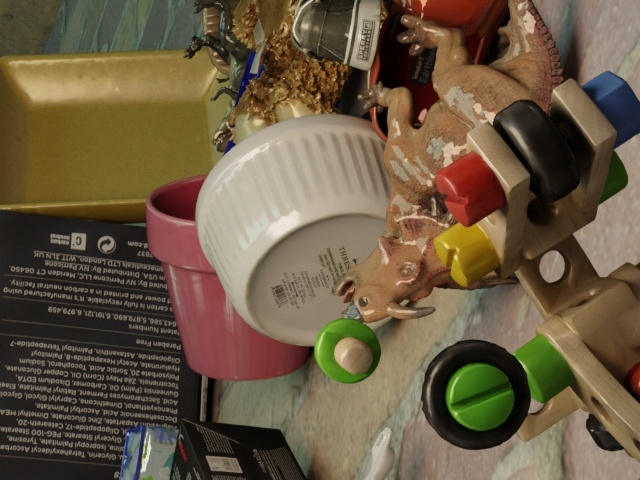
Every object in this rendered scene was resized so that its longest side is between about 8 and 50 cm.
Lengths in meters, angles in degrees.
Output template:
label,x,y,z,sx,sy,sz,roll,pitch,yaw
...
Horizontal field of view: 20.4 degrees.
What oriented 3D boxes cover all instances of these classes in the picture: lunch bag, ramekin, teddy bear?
label,x,y,z,sx,sy,sz,roll,pitch,yaw
lunch bag,-0.162,0.292,2.012,0.096,0.129,0.151,148,129,-69
ramekin,0.000,0.000,1.577,0.109,0.207,0.207,-110,34,-43
teddy bear,-0.008,-0.229,1.880,0.245,0.113,0.338,-41,41,49

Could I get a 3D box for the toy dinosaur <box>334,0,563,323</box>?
label,x,y,z,sx,sy,sz,roll,pitch,yaw
toy dinosaur,0.123,-0.072,1.376,0.295,0.127,0.200,-58,31,20

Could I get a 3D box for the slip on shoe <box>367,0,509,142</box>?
label,x,y,z,sx,sy,sz,roll,pitch,yaw
slip on shoe,0.110,-0.214,1.474,0.101,0.123,0.331,-76,3,-53

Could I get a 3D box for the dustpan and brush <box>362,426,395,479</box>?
label,x,y,z,sx,sy,sz,roll,pitch,yaw
dustpan and brush,0.039,0.250,1.513,0.147,0.060,0.211,-109,40,-60

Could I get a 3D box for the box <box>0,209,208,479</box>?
label,x,y,z,sx,sy,sz,roll,pitch,yaw
box,-0.346,0.261,2.313,0.480,0.297,0.471,140,133,-64

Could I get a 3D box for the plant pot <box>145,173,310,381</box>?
label,x,y,z,sx,sy,sz,roll,pitch,yaw
plant pot,-0.077,0.040,1.833,0.201,0.201,0.180,-130,38,-68

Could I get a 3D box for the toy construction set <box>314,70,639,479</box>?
label,x,y,z,sx,sy,sz,roll,pitch,yaw
toy construction set,0.174,0.002,1.044,0.309,0.257,0.237,-58,4,-3

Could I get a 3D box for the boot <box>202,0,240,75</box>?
label,x,y,z,sx,sy,sz,roll,pitch,yaw
boot,-0.113,-0.314,2.380,0.207,0.090,0.248,112,161,-76

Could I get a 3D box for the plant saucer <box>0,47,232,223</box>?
label,x,y,z,sx,sy,sz,roll,pitch,yaw
plant saucer,-0.263,-0.124,2.320,0.333,0.333,0.081,-99,8,-50

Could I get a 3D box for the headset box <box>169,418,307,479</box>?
label,x,y,z,sx,sy,sz,roll,pitch,yaw
headset box,-0.094,0.350,1.704,0.218,0.110,0.293,-129,49,-68

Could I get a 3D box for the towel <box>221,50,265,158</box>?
label,x,y,z,sx,sy,sz,roll,pitch,yaw
towel,-0.078,-0.060,2.063,0.227,0.076,0.308,-126,49,-68

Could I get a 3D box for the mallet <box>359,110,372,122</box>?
label,x,y,z,sx,sy,sz,roll,pitch,yaw
mallet,0.045,-0.036,1.733,0.062,0.039,0.189,-130,50,-67

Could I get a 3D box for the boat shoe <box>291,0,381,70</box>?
label,x,y,z,sx,sy,sz,roll,pitch,yaw
boat shoe,0.013,-0.186,1.493,0.219,0.070,0.077,-89,9,-82

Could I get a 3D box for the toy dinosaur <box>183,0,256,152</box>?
label,x,y,z,sx,sy,sz,roll,pitch,yaw
toy dinosaur,-0.106,-0.246,2.211,0.064,0.118,0.268,-47,-19,-59
